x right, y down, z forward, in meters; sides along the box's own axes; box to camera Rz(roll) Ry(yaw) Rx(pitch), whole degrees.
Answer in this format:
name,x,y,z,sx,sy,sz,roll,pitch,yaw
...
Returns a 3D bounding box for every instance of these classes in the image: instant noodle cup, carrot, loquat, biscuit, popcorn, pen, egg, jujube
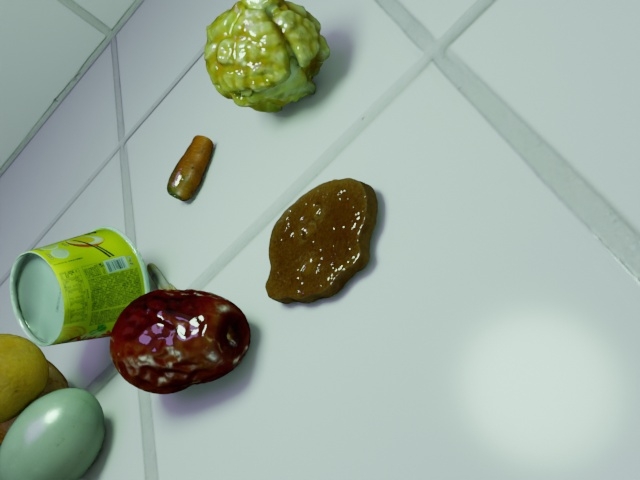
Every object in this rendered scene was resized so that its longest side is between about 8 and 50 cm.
name,x,y,z,sx,sy,sz,roll,pitch,yaw
instant noodle cup,-0.612,0.123,1.643,0.311,0.221,0.312,6,100,36
carrot,-0.358,-0.202,1.824,0.087,0.087,0.193,2,63,48
loquat,-0.747,0.321,1.539,0.208,0.208,0.208,-28,46,33
biscuit,0.001,0.001,1.307,0.273,0.049,0.257,-23,51,38
popcorn,-0.143,-0.443,1.597,0.335,0.274,0.279,-16,22,41
pen,-0.405,0.108,1.694,0.040,0.032,0.233,-35,36,-10
egg,-0.619,0.471,1.522,0.283,0.203,0.203,-54,37,-1
jujube,-0.296,0.207,1.373,0.318,0.223,0.223,-9,57,35

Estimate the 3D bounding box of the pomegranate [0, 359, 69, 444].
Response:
name,x,y,z,sx,sy,sz,roll,pitch,yaw
pomegranate,-0.785,0.417,1.723,0.248,0.248,0.248,-28,46,33
